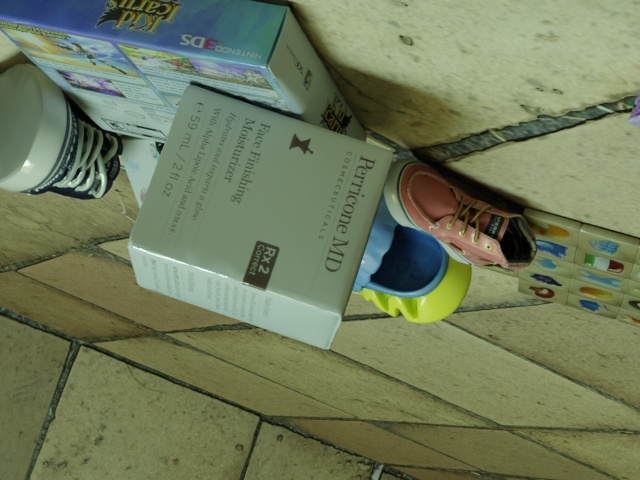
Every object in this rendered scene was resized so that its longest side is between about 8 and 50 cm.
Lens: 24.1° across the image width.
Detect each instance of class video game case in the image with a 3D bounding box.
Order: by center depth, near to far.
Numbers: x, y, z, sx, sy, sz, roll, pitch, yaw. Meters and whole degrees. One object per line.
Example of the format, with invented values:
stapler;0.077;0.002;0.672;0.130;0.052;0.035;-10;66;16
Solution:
video game case;-0.118;-0.145;1.307;0.270;0.061;0.244;13;166;21
video game case;-0.149;-0.048;1.621;0.157;0.019;0.143;4;120;46

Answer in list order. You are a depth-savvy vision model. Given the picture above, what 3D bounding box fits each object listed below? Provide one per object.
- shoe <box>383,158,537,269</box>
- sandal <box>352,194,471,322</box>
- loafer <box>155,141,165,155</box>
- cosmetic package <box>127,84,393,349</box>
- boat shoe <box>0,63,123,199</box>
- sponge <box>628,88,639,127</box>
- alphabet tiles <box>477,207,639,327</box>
shoe;0.136;-0.024;1.415;0.081;0.063;0.178;8;161;40
sandal;0.000;0.000;1.605;0.317;0.126;0.138;2;152;30
loafer;-0.052;-0.080;1.464;0.220;0.080;0.078;25;-169;18
cosmetic package;-0.051;-0.016;1.274;0.184;0.151;0.151;17;165;1
boat shoe;-0.261;-0.099;1.521;0.158;0.127;0.340;20;-177;-25
sponge;0.339;-0.064;1.075;0.210;0.031;0.117;25;165;-20
alphabet tiles;0.317;0.044;1.546;0.343;0.011;0.285;16;166;12
